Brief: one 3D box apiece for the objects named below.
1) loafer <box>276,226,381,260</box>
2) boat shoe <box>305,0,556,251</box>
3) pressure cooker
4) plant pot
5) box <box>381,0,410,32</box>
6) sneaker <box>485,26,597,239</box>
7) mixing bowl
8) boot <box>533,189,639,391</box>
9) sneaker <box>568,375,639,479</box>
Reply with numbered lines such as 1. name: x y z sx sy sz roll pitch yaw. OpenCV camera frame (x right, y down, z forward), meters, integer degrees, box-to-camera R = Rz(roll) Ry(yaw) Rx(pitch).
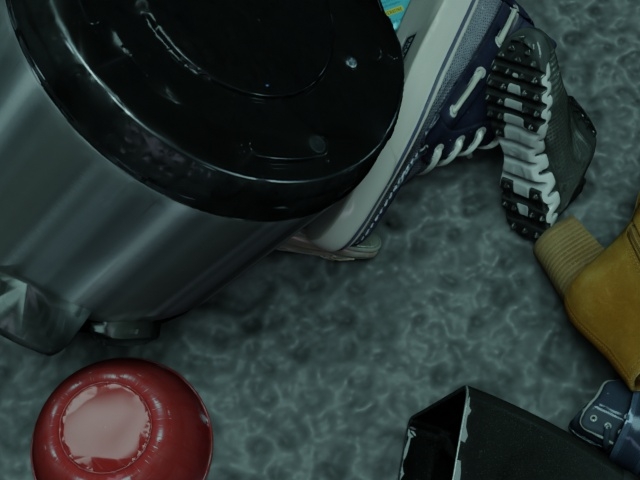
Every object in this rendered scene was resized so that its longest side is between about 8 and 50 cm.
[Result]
1. loafer: 0.000 0.000 1.232 0.125 0.039 0.045 13 38 2
2. boat shoe: 0.124 -0.114 1.215 0.158 0.127 0.340 31 81 -21
3. pressure cooker: -0.175 -0.109 1.078 0.370 0.420 0.375 -19 79 -40
4. plant pot: 0.166 0.256 1.069 0.167 0.188 0.187 15 70 -8
5. box: 0.033 -0.320 1.331 0.101 0.060 0.244 -21 72 -7
6. sneaker: 0.228 -0.120 1.191 0.106 0.234 0.078 -35 42 -28
7. mixing bowl: -0.198 0.187 1.130 0.181 0.098 0.181 0 69 0
8. boot: 0.376 0.012 1.156 0.295 0.104 0.211 -33 50 -1
9. sneaker: 0.305 0.235 1.116 0.163 0.086 0.226 17 73 8
